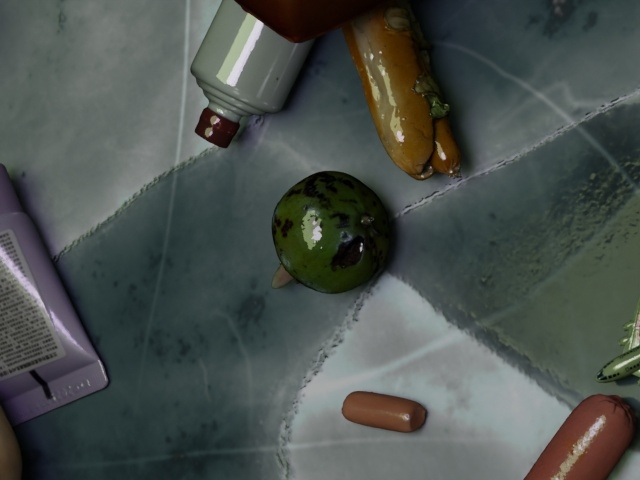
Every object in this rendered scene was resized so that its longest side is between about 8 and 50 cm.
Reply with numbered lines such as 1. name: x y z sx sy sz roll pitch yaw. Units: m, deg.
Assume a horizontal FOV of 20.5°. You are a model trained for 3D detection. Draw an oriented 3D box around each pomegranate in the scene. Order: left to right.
1. pomegranate: 0.000 0.000 1.730 0.161 0.122 0.122 -39 64 48

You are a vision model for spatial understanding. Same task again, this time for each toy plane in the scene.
1. toy plane: 0.297 0.101 1.587 0.111 0.040 0.102 -32 68 22

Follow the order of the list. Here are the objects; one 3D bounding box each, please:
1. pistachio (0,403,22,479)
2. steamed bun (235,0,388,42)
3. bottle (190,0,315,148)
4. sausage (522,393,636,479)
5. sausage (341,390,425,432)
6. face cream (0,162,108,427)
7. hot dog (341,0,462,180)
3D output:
1. pistachio: -0.430 0.215 1.880 0.187 0.187 0.299 -48 60 14
2. steamed bun: 0.035 -0.375 1.609 0.235 0.379 0.248 39 145 26
3. bottle: -0.059 -0.209 1.789 0.104 0.104 0.245 29 96 28
4. sausage: 0.227 0.206 1.597 0.062 0.062 0.154 39 101 27
5. sausage: 0.060 0.165 1.710 0.083 0.034 0.034 8 87 30
6. face cream: -0.336 0.056 1.918 0.154 0.096 0.274 -23 85 21
7. hot dog: 0.073 -0.173 1.709 0.072 0.109 0.269 -24 74 16
